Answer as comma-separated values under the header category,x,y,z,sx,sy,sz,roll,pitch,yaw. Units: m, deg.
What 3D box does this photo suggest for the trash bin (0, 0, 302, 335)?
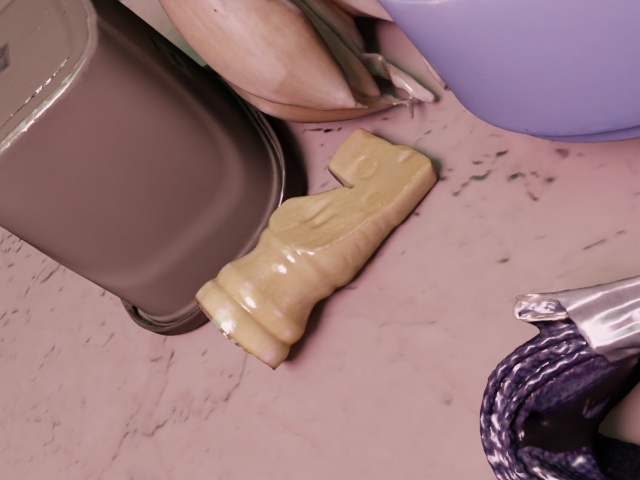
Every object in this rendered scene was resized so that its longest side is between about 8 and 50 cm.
category,x,y,z,sx,sy,sz,roll,pitch,yaw
trash bin,-0.172,-0.076,0.671,0.219,0.250,0.220,-42,52,8

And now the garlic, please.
category,x,y,z,sx,sy,sz,roll,pitch,yaw
garlic,-0.022,-0.218,0.645,0.210,0.292,0.237,-48,26,21

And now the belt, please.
category,x,y,z,sx,sy,sz,roll,pitch,yaw
belt,0.206,0.071,0.422,0.230,0.126,0.139,-18,85,28

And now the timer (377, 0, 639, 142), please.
category,x,y,z,sx,sy,sz,roll,pitch,yaw
timer,0.193,-0.228,0.448,0.395,0.173,0.395,-31,34,24

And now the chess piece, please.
category,x,y,z,sx,sy,sz,roll,pitch,yaw
chess piece,0.000,0.000,0.634,0.200,0.090,0.090,-47,51,-3
